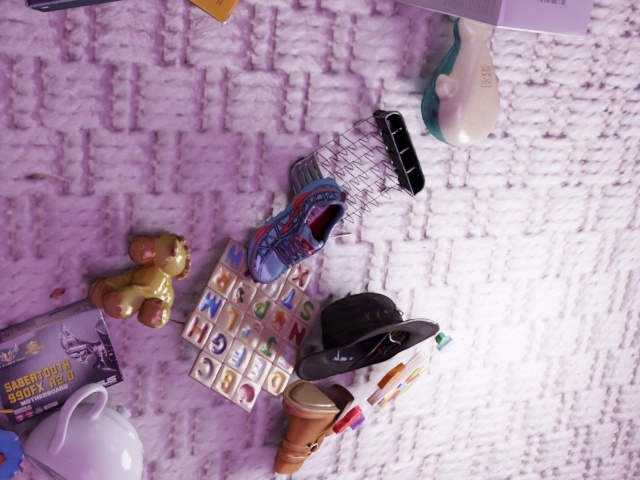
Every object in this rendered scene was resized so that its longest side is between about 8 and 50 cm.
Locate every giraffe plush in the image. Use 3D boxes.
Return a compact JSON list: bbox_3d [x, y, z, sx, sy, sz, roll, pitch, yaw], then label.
[{"bbox_3d":[-0.321,0.064,1.722,0.210,0.181,0.170,15,95,-41],"label":"giraffe plush"}]

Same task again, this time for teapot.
[{"bbox_3d":[-0.442,0.403,1.765,0.252,0.256,0.187,44,63,-17],"label":"teapot"}]

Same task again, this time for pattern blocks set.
[{"bbox_3d":[0.182,0.330,2.084,0.325,0.026,0.285,-46,161,10],"label":"pattern blocks set"}]

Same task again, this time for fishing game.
[{"bbox_3d":[-0.663,0.426,1.721,0.189,0.041,0.264,10,118,-25],"label":"fishing game"}]

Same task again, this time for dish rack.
[{"bbox_3d":[0.073,-0.136,1.897,0.272,0.074,0.208,-32,122,-13],"label":"dish rack"}]

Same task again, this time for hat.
[{"bbox_3d":[0.089,0.192,1.984,0.331,0.133,0.331,-17,161,-6],"label":"hat"}]

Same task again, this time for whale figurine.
[{"bbox_3d":[0.289,-0.336,1.893,0.216,0.141,0.271,-14,112,-44],"label":"whale figurine"}]

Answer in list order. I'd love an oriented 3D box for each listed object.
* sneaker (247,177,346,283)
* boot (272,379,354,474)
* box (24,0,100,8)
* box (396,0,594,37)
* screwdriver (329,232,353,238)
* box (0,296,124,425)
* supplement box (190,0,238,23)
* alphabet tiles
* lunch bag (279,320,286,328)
[{"bbox_3d":[-0.049,-0.011,1.805,0.104,0.125,0.262,36,98,-27],"label":"sneaker"},{"bbox_3d":[-0.052,0.423,2.012,0.220,0.109,0.283,-53,161,9],"label":"boot"},{"bbox_3d":[-0.327,-0.520,1.380,0.296,0.183,0.293,-11,102,-7],"label":"box"},{"bbox_3d":[0.330,-0.505,1.712,0.215,0.345,0.168,-2,111,-29],"label":"box"},{"bbox_3d":[0.000,0.000,1.947,0.170,0.024,0.025,-4,83,-30],"label":"screwdriver"},{"bbox_3d":[-0.518,0.232,1.742,0.231,0.056,0.183,-21,120,-20],"label":"box"},{"bbox_3d":[-0.250,-0.476,1.573,0.233,0.080,0.078,29,96,-33],"label":"supplement box"},{"bbox_3d":[-0.136,0.165,1.859,0.285,0.011,0.342,40,63,-33],"label":"alphabet tiles"},{"bbox_3d":[-0.113,0.206,1.945,0.065,0.067,0.098,2,109,-29],"label":"lunch bag"}]
